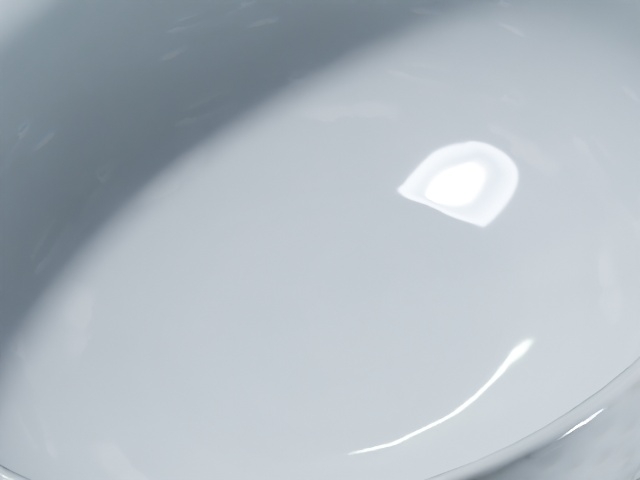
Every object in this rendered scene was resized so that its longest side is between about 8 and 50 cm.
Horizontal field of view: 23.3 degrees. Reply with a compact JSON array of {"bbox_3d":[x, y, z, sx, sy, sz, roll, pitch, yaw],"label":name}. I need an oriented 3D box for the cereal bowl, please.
[{"bbox_3d":[0.000,0.000,0.594,0.339,0.141,0.339,-7,47,7],"label":"cereal bowl"}]
